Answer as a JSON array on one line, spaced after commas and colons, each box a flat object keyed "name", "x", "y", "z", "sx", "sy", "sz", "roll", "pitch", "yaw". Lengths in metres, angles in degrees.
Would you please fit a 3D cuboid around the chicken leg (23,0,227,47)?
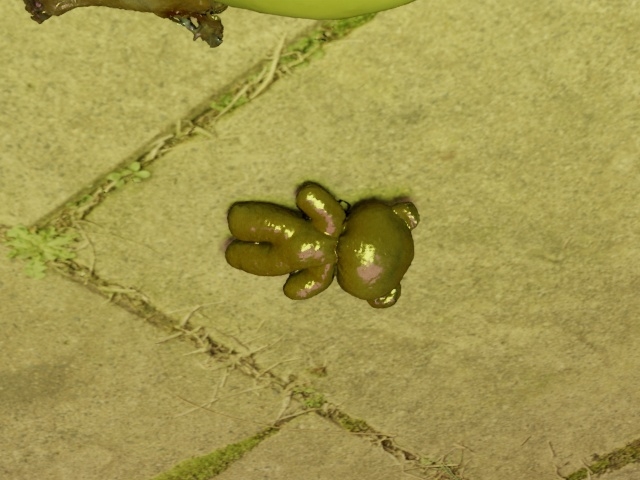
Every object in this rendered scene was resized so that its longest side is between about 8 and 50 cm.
[{"name": "chicken leg", "x": -0.158, "y": -0.222, "z": 1.022, "sx": 0.196, "sy": 0.080, "sz": 0.125, "roll": 1, "pitch": 152, "yaw": -11}]

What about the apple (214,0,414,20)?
[{"name": "apple", "x": -0.010, "y": -0.317, "z": 0.729, "sx": 0.357, "sy": 0.357, "sz": 0.357, "roll": -5, "pitch": 140, "yaw": -4}]

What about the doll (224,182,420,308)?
[{"name": "doll", "x": 0.000, "y": 0.000, "z": 1.326, "sx": 0.210, "sy": 0.097, "sz": 0.137, "roll": 11, "pitch": 107, "yaw": 1}]
